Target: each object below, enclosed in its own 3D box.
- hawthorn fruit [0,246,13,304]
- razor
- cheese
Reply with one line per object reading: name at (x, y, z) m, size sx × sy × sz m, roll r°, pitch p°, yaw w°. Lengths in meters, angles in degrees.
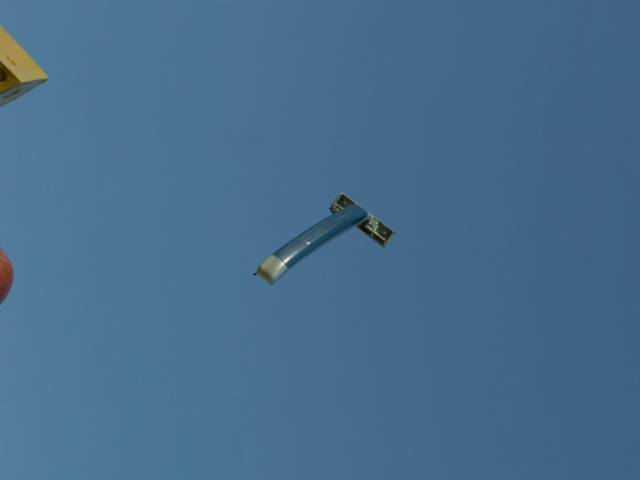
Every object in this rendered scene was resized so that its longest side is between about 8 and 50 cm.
hawthorn fruit at (-0.467, 0.050, 1.989) m, size 0.138 × 0.133 × 0.132 m, roll -48°, pitch -129°, yaw 52°
razor at (0.002, -0.003, 1.379) m, size 0.068 × 0.191 × 0.037 m, roll 37°, pitch -60°, yaw 16°
cheese at (-0.406, -0.162, 1.686) m, size 0.171 × 0.093 × 0.126 m, roll -44°, pitch -87°, yaw 14°
